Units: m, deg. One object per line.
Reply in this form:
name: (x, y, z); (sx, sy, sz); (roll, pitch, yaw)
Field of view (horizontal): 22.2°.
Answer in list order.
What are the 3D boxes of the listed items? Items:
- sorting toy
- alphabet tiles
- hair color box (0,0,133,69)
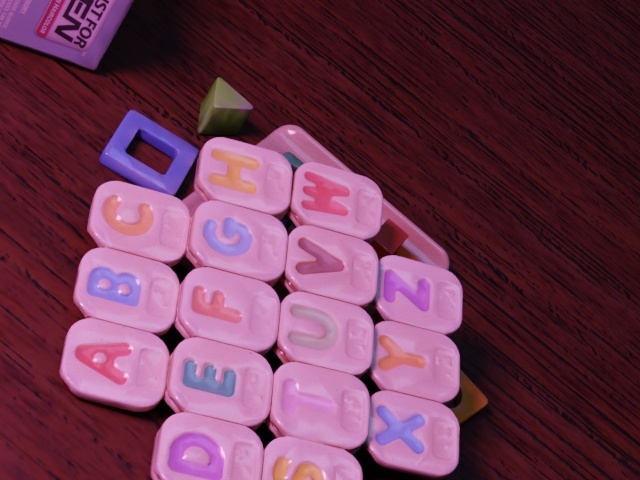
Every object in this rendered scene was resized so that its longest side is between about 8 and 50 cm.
sorting toy: (0.000, 0.000, 1.222); (0.347, 0.047, 0.196); (41, 39, 4)
alphabet tiles: (-0.030, 0.057, 1.112); (0.278, 0.021, 0.284); (15, 54, -14)
hair color box: (-0.318, -0.278, 1.210); (0.374, 0.113, 0.185); (18, 42, -23)
